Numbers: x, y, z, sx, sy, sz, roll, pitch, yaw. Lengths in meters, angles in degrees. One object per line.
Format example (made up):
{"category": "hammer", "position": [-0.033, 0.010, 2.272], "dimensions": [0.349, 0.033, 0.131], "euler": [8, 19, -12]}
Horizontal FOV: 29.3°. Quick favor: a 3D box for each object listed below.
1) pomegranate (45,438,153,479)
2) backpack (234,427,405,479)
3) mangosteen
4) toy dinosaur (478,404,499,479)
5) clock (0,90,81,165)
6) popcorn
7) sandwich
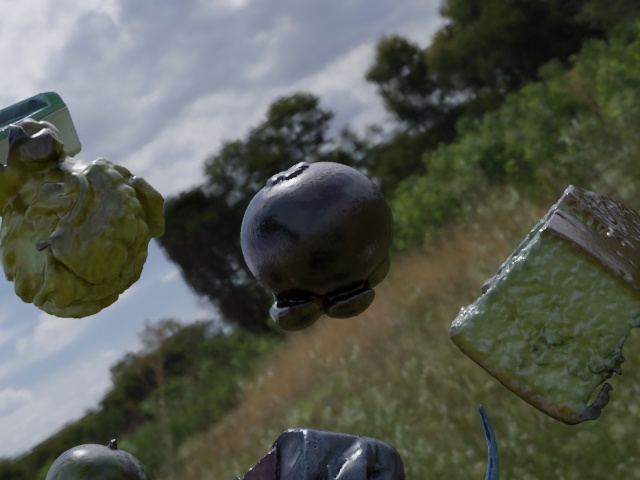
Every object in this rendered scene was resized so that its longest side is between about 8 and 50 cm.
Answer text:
{"category": "pomegranate", "position": [-0.286, 0.349, 1.594], "dimensions": [0.149, 0.169, 0.148], "euler": [-11, -15, -3]}
{"category": "backpack", "position": [-0.019, 0.374, 1.157], "dimensions": [0.197, 0.317, 0.283], "euler": [6, -41, -7]}
{"category": "mangosteen", "position": [0.000, 0.000, 1.545], "dimensions": [0.210, 0.210, 0.210], "euler": [-32, -6, -3]}
{"category": "toy dinosaur", "position": [0.157, 0.337, 1.195], "dimensions": [0.076, 0.144, 0.329], "euler": [-4, -63, -37]}
{"category": "clock", "position": [-0.433, -0.062, 1.434], "dimensions": [0.262, 0.116, 0.231], "euler": [-13, 18, 43]}
{"category": "popcorn", "position": [-0.265, -0.016, 1.242], "dimensions": [0.168, 0.195, 0.173], "euler": [-59, -10, -8]}
{"category": "sandwich", "position": [0.209, 0.037, 0.985], "dimensions": [0.122, 0.128, 0.236], "euler": [-56, -9, 24]}
